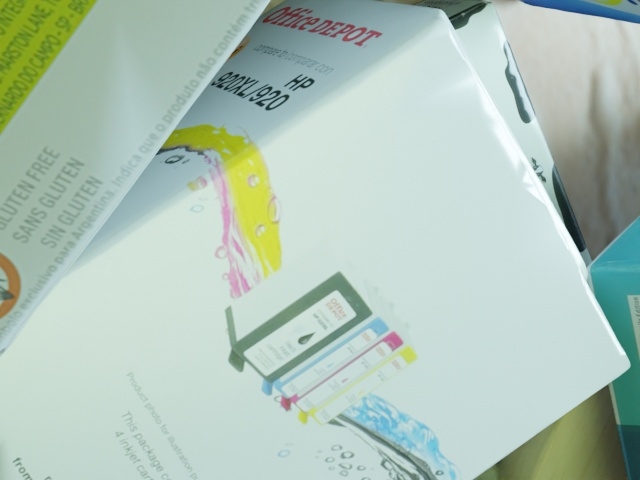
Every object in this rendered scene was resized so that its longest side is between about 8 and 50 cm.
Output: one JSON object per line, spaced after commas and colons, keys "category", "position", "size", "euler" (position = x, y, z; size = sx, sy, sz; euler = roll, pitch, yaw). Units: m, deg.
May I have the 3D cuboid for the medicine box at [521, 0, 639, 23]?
{"category": "medicine box", "position": [0.177, -0.244, 0.781], "size": [0.149, 0.263, 0.289], "euler": [36, 88, -23]}

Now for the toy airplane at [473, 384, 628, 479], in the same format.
{"category": "toy airplane", "position": [0.038, 0.268, 0.872], "size": [0.386, 0.272, 0.384], "euler": [-48, 148, -19]}

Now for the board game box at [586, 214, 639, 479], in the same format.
{"category": "board game box", "position": [0.247, 0.066, 0.874], "size": [0.336, 0.079, 0.253], "euler": [-36, 118, -53]}

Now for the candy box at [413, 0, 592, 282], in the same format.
{"category": "candy box", "position": [0.000, 0.000, 0.874], "size": [0.233, 0.071, 0.159], "euler": [-27, 109, -12]}

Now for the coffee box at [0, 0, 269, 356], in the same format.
{"category": "coffee box", "position": [-0.152, -0.240, 0.572], "size": [0.334, 0.337, 0.338], "euler": [30, 113, -24]}

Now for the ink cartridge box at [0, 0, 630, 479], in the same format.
{"category": "ink cartridge box", "position": [-0.034, 0.029, 0.737], "size": [0.233, 0.171, 0.168], "euler": [-34, 110, -10]}
